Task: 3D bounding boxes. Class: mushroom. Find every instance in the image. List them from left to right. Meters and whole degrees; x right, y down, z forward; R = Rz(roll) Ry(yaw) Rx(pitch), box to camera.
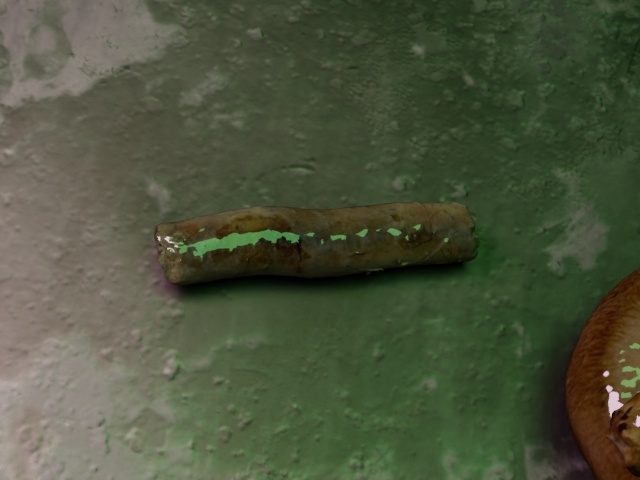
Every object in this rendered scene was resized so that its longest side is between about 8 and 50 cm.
[{"bbox_3d":[0.385,0.169,1.193,0.345,0.239,0.345,3,82,-23],"label":"mushroom"}]

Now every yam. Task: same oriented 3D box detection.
[{"bbox_3d":[0.000,0.000,1.247,0.318,0.067,0.071,-4,35,-17],"label":"yam"}]
